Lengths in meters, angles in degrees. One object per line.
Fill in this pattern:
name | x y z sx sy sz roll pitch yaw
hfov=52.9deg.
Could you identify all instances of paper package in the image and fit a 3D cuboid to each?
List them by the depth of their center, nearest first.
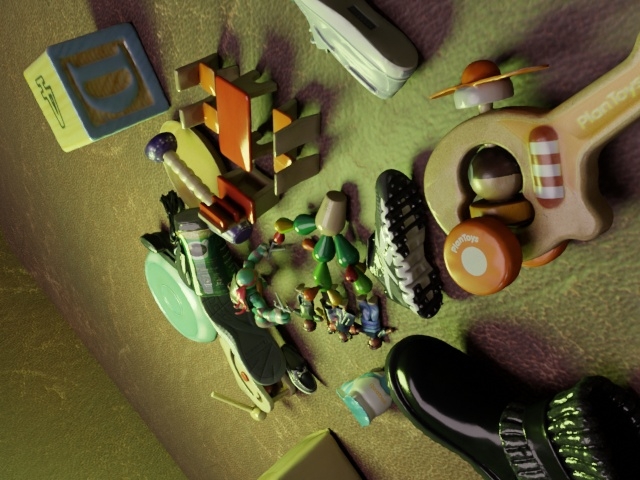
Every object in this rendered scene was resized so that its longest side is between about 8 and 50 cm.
paper package | -0.032 0.660 1.466 0.309 0.325 0.168 53 149 5

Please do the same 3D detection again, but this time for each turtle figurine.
turtle figurine | -0.122 0.091 1.261 0.234 0.118 0.175 99 163 -68

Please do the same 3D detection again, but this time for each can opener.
can opener | -0.382 0.043 1.656 0.186 0.073 0.059 39 137 12

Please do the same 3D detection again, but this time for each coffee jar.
coffee jar | -0.234 0.019 1.323 0.096 0.079 0.184 -5 111 18

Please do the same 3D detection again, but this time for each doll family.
doll family | 0.038 0.139 1.148 0.193 0.076 0.111 19 127 41

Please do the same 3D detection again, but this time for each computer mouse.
computer mouse | -0.322 0.009 1.496 0.262 0.060 0.184 74 176 -51

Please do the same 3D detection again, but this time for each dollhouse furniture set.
dollhouse furniture set | -0.141 -0.148 1.078 0.262 0.135 0.259 36 143 30

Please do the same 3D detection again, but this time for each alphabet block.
alphabet block | -0.464 -0.312 1.329 0.197 0.192 0.193 1 116 55

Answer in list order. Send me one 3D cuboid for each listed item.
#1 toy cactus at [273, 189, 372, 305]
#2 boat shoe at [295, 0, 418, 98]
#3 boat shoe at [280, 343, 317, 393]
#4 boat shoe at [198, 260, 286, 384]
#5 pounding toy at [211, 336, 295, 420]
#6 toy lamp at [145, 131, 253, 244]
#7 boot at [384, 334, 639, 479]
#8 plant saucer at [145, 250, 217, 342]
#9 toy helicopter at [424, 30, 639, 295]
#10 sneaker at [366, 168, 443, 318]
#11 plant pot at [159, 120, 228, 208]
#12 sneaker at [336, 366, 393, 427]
toy cactus | 0.000 0.000 1.067 0.219 0.112 0.180 44 137 35
boat shoe | 0.021 -0.266 0.806 0.227 0.079 0.081 47 143 11
boat shoe | -0.049 0.282 1.421 0.125 0.046 0.038 54 154 21
boat shoe | -0.184 0.176 1.432 0.320 0.118 0.103 58 161 4
pounding toy | -0.169 0.336 1.525 0.154 0.155 0.269 13 128 54
toy lamp | -0.231 -0.100 1.244 0.274 0.080 0.080 48 147 20
boot | 0.263 0.229 0.856 0.348 0.131 0.260 40 153 7
plant saucer | -0.401 0.158 1.797 0.318 0.044 0.317 34 141 33
toy helicopter | 0.233 -0.115 0.642 0.355 0.140 0.235 -41 73 47
sneaker | 0.103 0.006 0.935 0.106 0.078 0.234 11 128 47
plant pot | -0.255 -0.143 1.339 0.236 0.032 0.236 35 143 32
sneaker | 0.092 0.289 1.200 0.087 0.092 0.228 52 168 4
